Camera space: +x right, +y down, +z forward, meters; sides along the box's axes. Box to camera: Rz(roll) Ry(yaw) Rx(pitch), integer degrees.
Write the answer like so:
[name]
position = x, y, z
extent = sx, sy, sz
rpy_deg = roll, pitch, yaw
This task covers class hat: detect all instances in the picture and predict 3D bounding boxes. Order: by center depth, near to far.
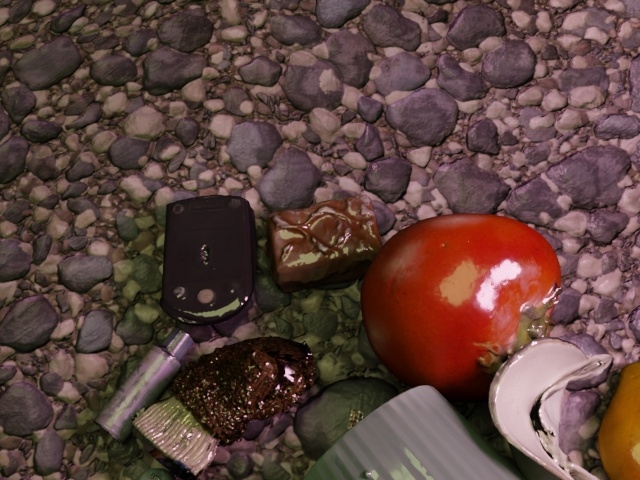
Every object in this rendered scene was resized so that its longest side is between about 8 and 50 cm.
[hat]
position = 0.322, 0.280, 1.383
extent = 0.168, 0.301, 0.258
rpy_deg = -23, 53, 37

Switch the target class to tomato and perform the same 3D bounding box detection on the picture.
[tomato]
position = 0.217, 0.100, 1.505
extent = 0.321, 0.321, 0.322
rpy_deg = -3, 62, 6

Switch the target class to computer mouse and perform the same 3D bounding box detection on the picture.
[computer mouse]
position = -0.199, 0.045, 1.699
extent = 0.170, 0.100, 0.269
rpy_deg = -3, 57, 1

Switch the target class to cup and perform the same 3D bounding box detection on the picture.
[cup]
position = 0.150, 0.458, 1.311
extent = 0.401, 0.310, 0.392
rpy_deg = -37, 66, -11

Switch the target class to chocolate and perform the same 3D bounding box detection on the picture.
[chocolate]
position = 0.000, 0.000, 1.703
extent = 0.214, 0.093, 0.148
rpy_deg = -12, 60, 1

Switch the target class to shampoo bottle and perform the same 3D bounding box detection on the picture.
[shampoo bottle]
position = -0.299, 0.244, 1.625
extent = 0.072, 0.072, 0.214
rpy_deg = 29, 69, 20

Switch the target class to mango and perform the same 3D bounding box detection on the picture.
[mango]
position = 0.510, 0.293, 1.486
extent = 0.136, 0.099, 0.228
rpy_deg = 5, 54, 17

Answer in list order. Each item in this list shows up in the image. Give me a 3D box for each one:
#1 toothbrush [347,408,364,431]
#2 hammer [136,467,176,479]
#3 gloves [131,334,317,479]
[toothbrush]
position = 0.027, 0.433, 1.504
extent = 0.025, 0.030, 0.342
rpy_deg = 6, 65, 15
[hammer]
position = -0.204, 0.425, 1.524
extent = 0.193, 0.069, 0.116
rpy_deg = -1, 61, -3
[gloves]
position = -0.149, 0.253, 1.546
extent = 0.312, 0.135, 0.210
rpy_deg = -40, 21, -20
